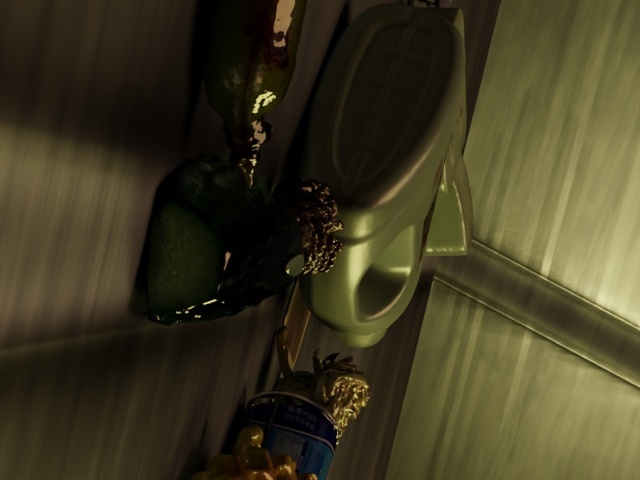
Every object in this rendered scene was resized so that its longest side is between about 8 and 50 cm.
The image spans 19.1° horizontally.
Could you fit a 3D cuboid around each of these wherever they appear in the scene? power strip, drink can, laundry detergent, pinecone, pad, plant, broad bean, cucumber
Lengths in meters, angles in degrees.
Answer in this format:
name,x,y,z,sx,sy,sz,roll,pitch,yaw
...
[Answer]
name,x,y,z,sx,sy,sz,roll,pitch,yaw
power strip,0.096,-0.114,2.139,0.229,0.141,0.261,-63,152,-65
drink can,-0.057,0.255,1.708,0.097,0.097,0.235,95,11,-52
laundry detergent,0.044,-0.012,1.842,0.398,0.125,0.264,96,11,-55
pinecone,-0.016,-0.012,1.588,0.083,0.077,0.077,-82,180,-46
pad,0.000,0.000,1.995,0.176,0.002,0.266,78,27,-74
plant,-0.017,0.147,1.847,0.116,0.122,0.104,-44,179,5
broad bean,-0.027,-0.194,1.172,0.077,0.061,0.339,-77,180,-74
cucumber,-0.063,0.007,1.266,0.193,0.086,0.115,-11,117,-75

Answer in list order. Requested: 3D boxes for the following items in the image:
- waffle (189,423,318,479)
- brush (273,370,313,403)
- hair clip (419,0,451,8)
name,x,y,z,sx,sy,sz,roll,pitch,yaw
waffle,-0.051,0.286,1.580,0.243,0.059,0.238,57,36,-37
brush,-0.057,0.242,1.871,0.060,0.068,0.297,62,34,-46
hair clip,0.134,-0.316,2.261,0.195,0.052,0.124,-76,172,-68
